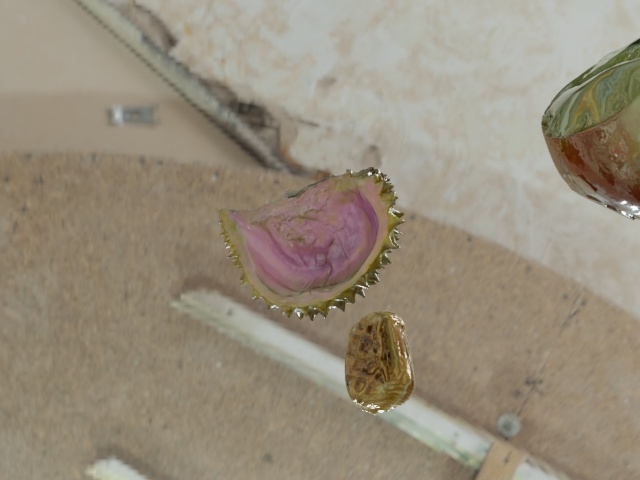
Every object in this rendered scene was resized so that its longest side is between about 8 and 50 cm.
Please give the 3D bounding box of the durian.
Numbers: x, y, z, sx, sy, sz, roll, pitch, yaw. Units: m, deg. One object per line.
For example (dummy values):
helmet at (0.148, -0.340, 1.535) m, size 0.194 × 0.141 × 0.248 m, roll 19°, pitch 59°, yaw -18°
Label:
durian at (-0.002, 0.001, 1.381) m, size 0.182 × 0.132 × 0.165 m, roll -25°, pitch -156°, yaw 6°

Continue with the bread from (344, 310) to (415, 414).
bread at (0.060, 0.126, 1.452) m, size 0.044 × 0.083 × 0.110 m, roll 19°, pitch -132°, yaw -34°

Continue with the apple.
apple at (0.300, -0.098, 1.229) m, size 0.207 × 0.188 × 0.174 m, roll -20°, pitch -93°, yaw -15°
